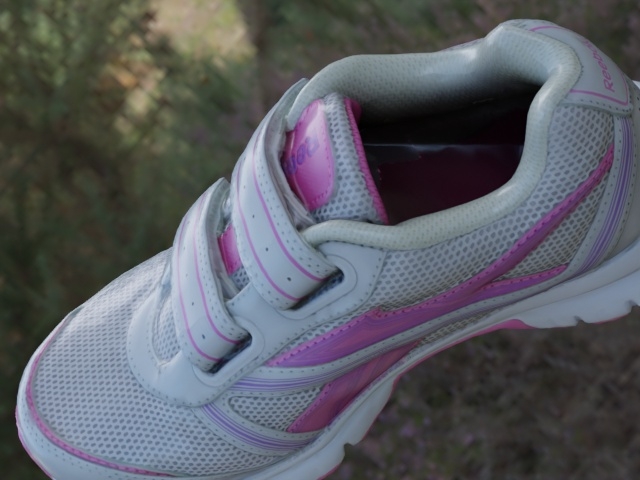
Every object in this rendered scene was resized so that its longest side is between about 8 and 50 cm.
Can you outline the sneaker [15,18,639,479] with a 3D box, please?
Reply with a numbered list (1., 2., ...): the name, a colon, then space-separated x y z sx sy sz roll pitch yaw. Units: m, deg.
1. sneaker: 0.000 0.000 0.571 0.252 0.111 0.103 -30 52 10
